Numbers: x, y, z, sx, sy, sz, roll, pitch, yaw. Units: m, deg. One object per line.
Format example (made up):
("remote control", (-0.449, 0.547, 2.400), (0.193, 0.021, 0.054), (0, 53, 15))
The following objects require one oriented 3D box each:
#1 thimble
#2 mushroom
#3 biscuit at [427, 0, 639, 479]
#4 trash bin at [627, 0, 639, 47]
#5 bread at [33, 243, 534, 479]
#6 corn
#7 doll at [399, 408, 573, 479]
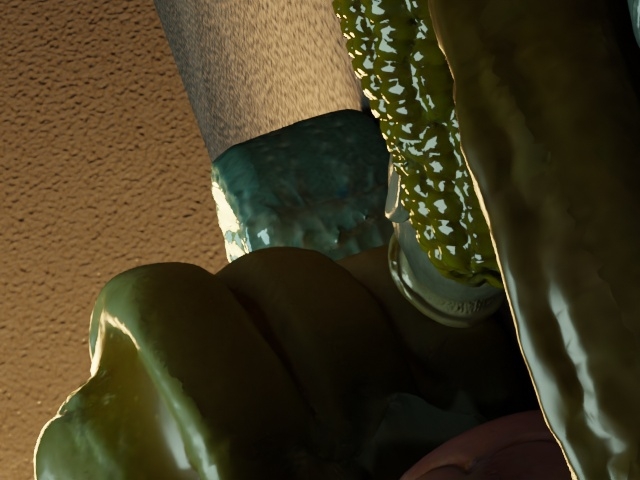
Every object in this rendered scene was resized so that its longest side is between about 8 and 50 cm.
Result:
("thimble", (0.000, 0.000, 1.554), (0.235, 0.143, 0.198), (145, 107, -81))
("mushroom", (0.082, -0.022, 1.083), (0.108, 0.096, 0.247), (42, 165, 20))
("biscuit", (0.117, 0.039, 0.613), (0.381, 0.074, 0.359), (65, -167, 2))
("trash bin", (0.141, 0.019, 0.420), (0.236, 0.101, 0.177), (-83, -28, -59))
("bread", (-0.014, 0.142, 1.283), (0.210, 0.341, 0.301), (-36, 57, 56))
("corn", (0.050, -0.151, 0.926), (0.120, 0.120, 0.363), (-157, 49, -81))
("doll", (0.100, 0.147, 0.921), (0.262, 0.211, 0.093), (-12, 122, 41))
